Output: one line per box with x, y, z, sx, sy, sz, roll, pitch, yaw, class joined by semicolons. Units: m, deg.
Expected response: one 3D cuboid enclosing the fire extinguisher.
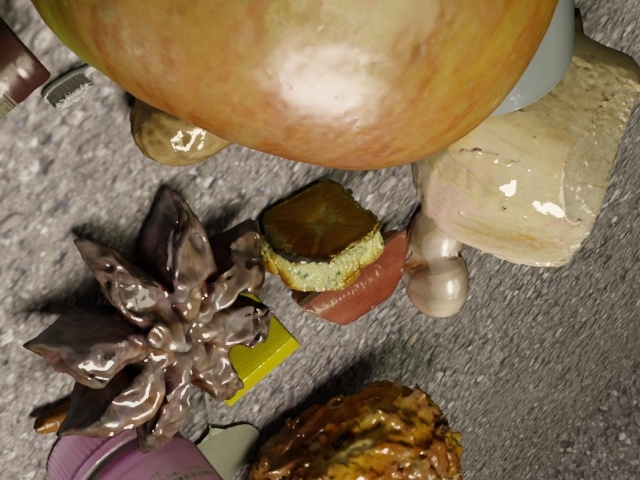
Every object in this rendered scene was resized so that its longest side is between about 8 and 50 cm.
-0.319;-0.080;0.827;0.231;0.099;0.071;-43;127;-8;fire extinguisher

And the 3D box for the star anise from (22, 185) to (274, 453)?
-0.172;0.101;1.173;0.332;0.118;0.331;-18;119;-35;star anise

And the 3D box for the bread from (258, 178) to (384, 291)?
0.000;0.000;1.282;0.140;0.128;0.069;-34;143;-24;bread

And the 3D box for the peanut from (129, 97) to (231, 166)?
-0.088;-0.157;1.021;0.226;0.095;0.108;-37;146;-17;peanut

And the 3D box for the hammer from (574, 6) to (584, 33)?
0.394;-0.226;1.595;0.111;0.043;0.365;-41;147;-6;hammer

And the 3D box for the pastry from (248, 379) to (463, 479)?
0.038;0.413;1.667;0.338;0.292;0.405;-6;142;-33;pastry

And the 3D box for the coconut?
0.236;-0.133;1.284;0.297;0.255;0.297;18;90;-81;coconut

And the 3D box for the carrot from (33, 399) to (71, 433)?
-0.263;0.192;1.274;0.191;0.047;0.047;-18;140;-33;carrot

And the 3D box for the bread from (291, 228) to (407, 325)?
0.049;0.067;1.480;0.192;0.067;0.119;-34;148;-19;bread

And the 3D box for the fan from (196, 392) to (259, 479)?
-0.164;0.299;1.548;0.182;0.010;0.310;-30;149;-26;fan

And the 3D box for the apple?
-0.016;-0.242;0.734;0.400;0.400;0.333;-3;117;-49;apple

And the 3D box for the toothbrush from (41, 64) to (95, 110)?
-0.135;-0.206;0.975;0.286;0.025;0.020;-38;149;-15;toothbrush

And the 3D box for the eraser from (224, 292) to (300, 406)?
-0.104;0.137;1.347;0.122;0.097;0.045;-43;156;-6;eraser

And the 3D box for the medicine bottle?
-0.194;0.346;1.291;0.178;0.291;0.178;-32;146;-24;medicine bottle

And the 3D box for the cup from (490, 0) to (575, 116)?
0.151;-0.296;1.045;0.205;0.205;0.312;-38;148;-13;cup

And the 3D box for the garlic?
0.168;0.021;1.535;0.099;0.124;0.174;-12;111;-22;garlic
